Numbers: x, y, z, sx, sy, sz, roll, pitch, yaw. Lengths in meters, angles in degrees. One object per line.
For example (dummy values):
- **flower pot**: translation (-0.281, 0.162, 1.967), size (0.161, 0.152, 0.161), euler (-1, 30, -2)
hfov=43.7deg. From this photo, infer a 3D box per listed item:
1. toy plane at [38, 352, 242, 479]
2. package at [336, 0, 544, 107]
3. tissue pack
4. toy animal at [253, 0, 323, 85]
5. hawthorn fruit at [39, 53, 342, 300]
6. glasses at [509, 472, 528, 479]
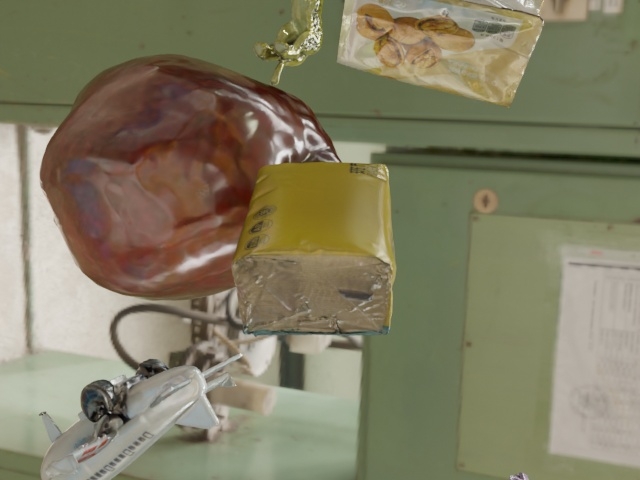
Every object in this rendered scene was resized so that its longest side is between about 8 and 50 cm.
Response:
- **toy plane**: translation (-0.131, 0.121, 0.520), size (0.162, 0.171, 0.065), euler (-17, 81, -62)
- **package**: translation (0.201, -0.373, 1.320), size (0.221, 0.311, 0.165), euler (96, 11, -60)
- **tissue pack**: translation (0.000, 0.000, 0.643), size (0.169, 0.120, 0.082), euler (-82, 171, -61)
- **toy animal**: translation (-0.019, -0.303, 1.082), size (0.136, 0.073, 0.181), euler (-15, 121, -50)
- **hawthorn fruit**: translation (-0.152, -0.080, 0.937), size (0.308, 0.325, 0.308), euler (61, 1, -2)
- **glasses**: translation (0.181, 0.321, 0.835), size (0.062, 0.104, 0.140), euler (34, 46, -36)
